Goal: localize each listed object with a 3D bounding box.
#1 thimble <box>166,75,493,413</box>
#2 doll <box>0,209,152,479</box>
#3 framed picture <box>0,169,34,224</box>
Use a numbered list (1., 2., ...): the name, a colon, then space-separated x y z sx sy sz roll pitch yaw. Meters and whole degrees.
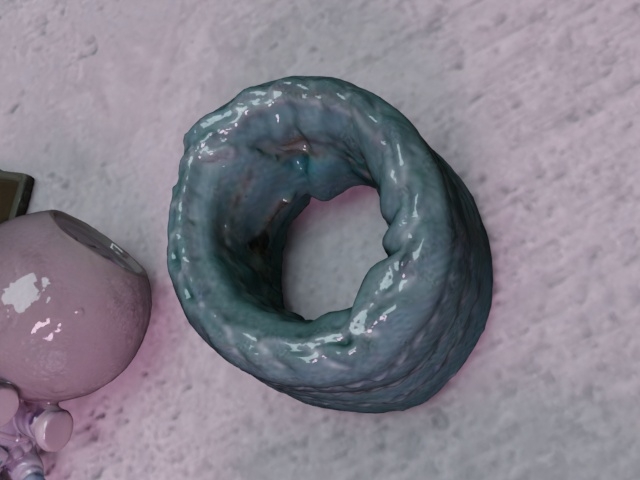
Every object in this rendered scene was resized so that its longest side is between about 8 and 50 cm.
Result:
1. thimble: 0.000 0.000 0.758 0.198 0.143 0.235 -40 61 7
2. doll: -0.244 0.117 0.832 0.151 0.151 0.287 36 95 28
3. framed picture: -0.355 0.053 0.958 0.189 0.023 0.259 8 77 25
